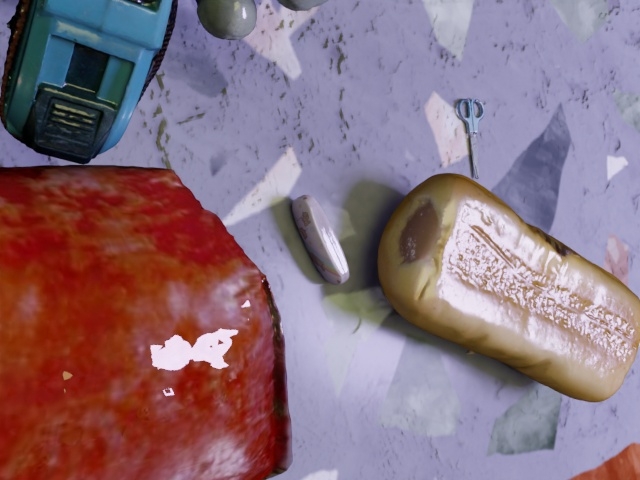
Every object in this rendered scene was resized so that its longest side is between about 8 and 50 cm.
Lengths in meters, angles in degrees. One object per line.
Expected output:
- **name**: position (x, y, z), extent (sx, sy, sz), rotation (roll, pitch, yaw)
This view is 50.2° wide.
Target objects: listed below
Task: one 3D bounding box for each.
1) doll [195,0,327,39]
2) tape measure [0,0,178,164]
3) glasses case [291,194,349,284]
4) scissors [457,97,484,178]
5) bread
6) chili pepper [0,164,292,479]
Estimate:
- **doll**: position (-0.116, -0.250, 0.455), extent (0.259, 0.154, 0.228), rotation (-6, 98, -33)
- **tape measure**: position (-0.126, -0.115, 0.375), extent (0.081, 0.125, 0.146), rotation (14, 118, -29)
- **glasses case**: position (0.000, 0.000, 0.584), extent (0.021, 0.032, 0.083), rotation (-31, 104, -25)
- **scissors**: position (0.157, -0.104, 0.698), extent (0.036, 0.006, 0.083), rotation (-6, 90, -33)
- **bread**: position (0.186, 0.054, 0.658), extent (0.305, 0.091, 0.142), rotation (29, 81, -27)
- **chili pepper**: position (-0.186, 0.075, 0.378), extent (0.305, 0.229, 0.251), rotation (-10, 102, -41)
